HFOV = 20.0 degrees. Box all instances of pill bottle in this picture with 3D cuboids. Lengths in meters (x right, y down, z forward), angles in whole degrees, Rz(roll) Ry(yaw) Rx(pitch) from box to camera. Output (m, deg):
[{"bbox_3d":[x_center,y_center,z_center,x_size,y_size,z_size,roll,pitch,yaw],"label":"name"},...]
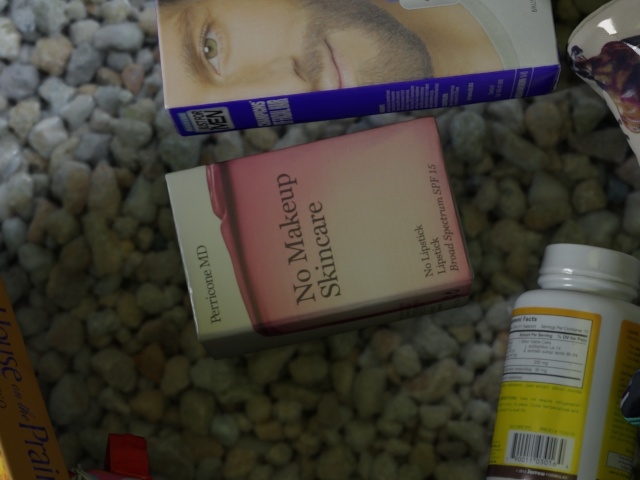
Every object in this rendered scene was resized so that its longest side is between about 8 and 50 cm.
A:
[{"bbox_3d":[0.209,0.116,1.499,0.117,0.117,0.215,10,80,4],"label":"pill bottle"}]

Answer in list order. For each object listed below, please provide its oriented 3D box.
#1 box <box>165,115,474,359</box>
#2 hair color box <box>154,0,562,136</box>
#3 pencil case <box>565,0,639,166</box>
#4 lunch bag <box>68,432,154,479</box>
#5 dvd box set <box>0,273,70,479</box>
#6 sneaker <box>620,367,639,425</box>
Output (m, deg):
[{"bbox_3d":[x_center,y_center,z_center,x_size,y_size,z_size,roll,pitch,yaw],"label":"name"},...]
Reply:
[{"bbox_3d":[0.000,0.000,1.525,0.232,0.127,0.148,-13,79,0],"label":"box"},{"bbox_3d":[0.028,-0.207,1.574,0.339,0.110,0.185,-7,80,3],"label":"hair color box"},{"bbox_3d":[0.356,-0.034,1.490,0.183,0.160,0.410,-39,72,38],"label":"pencil case"},{"bbox_3d":[-0.162,0.276,1.395,0.120,0.293,0.258,5,77,-8],"label":"lunch bag"},{"bbox_3d":[-0.324,0.174,1.378,0.307,0.062,0.420,-46,48,26],"label":"dvd box set"},{"bbox_3d":[0.285,0.098,1.454,0.083,0.224,0.098,-14,73,18],"label":"sneaker"}]
